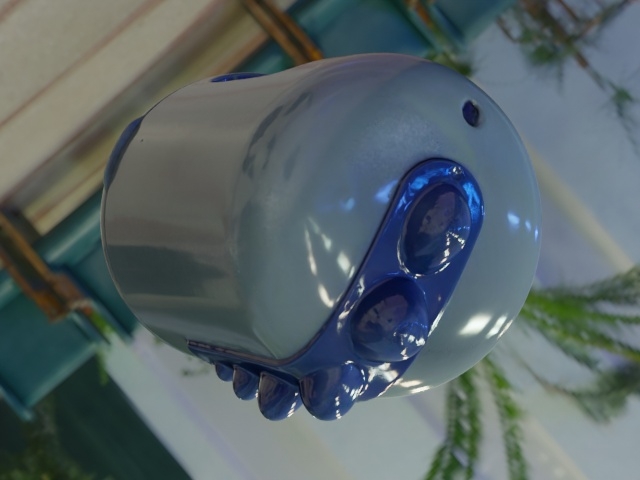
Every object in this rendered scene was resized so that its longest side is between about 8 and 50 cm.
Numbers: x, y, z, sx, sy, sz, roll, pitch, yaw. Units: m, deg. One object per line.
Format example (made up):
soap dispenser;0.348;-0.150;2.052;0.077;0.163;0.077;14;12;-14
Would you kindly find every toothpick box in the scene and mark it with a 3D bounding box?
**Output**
toothpick box;0.000;0.000;0.967;0.263;0.263;0.355;-40;-162;-20
